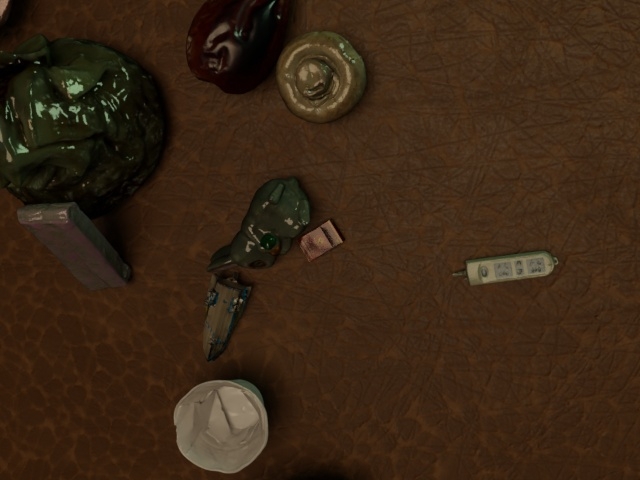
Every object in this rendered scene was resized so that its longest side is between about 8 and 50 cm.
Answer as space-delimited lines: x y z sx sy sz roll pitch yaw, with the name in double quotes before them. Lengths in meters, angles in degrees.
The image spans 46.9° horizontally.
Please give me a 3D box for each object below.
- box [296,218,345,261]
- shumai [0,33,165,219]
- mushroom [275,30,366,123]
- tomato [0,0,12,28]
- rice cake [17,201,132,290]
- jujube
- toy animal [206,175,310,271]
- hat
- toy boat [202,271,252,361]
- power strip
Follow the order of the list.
"box" 0.000 0.000 1.431 0.082 0.023 0.051 -31 92 17
"shumai" -0.510 -0.201 1.359 0.395 0.348 0.394 2 101 9
"mushroom" 0.000 -0.294 1.328 0.166 0.127 0.166 1 99 7
"tomato" -0.689 -0.501 1.469 0.199 0.112 0.227 10 101 4
"rice cake" -0.464 0.014 1.430 0.106 0.298 0.050 -2 61 10
"jujube" -0.142 -0.382 1.334 0.168 0.168 0.236 33 99 6
"toy animal" -0.119 -0.006 1.424 0.125 0.127 0.251 51 124 8
"hat" -0.182 0.352 1.481 0.203 0.126 0.203 2 100 14
"toy boat" -0.204 0.163 1.492 0.085 0.066 0.210 18 115 -1
"power strip" 0.337 0.051 1.353 0.191 0.030 0.047 -9 97 15
